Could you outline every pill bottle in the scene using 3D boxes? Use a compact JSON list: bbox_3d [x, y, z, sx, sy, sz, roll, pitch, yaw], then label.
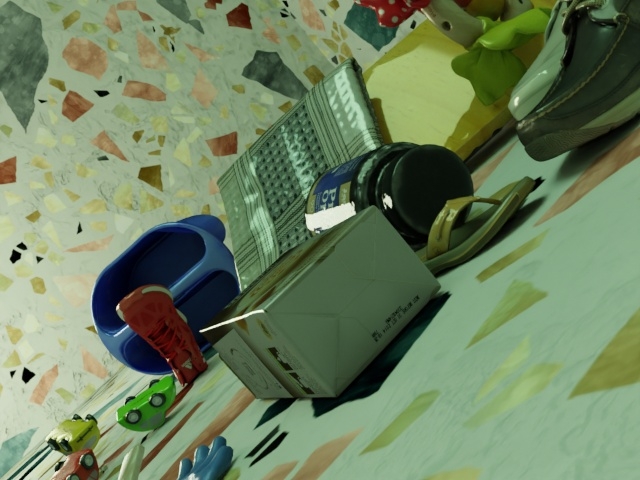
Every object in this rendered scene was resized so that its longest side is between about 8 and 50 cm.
[{"bbox_3d":[0.073,-0.041,0.990,0.123,0.123,0.219,-43,10,-19],"label":"pill bottle"}]

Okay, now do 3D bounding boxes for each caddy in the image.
[{"bbox_3d":[-0.280,0.103,1.707,0.341,0.241,0.179,-39,1,23],"label":"caddy"}]

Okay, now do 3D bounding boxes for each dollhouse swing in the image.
[{"bbox_3d":[0.238,-0.186,1.393,0.347,0.305,0.315,-40,47,-2],"label":"dollhouse swing"}]

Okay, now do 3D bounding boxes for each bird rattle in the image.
[{"bbox_3d":[0.181,-0.306,1.186,0.207,0.253,0.143,-49,-12,-44],"label":"bird rattle"}]

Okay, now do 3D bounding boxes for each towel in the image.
[{"bbox_3d":[-0.028,-0.059,1.261,0.312,0.056,0.324,-38,48,27],"label":"towel"}]

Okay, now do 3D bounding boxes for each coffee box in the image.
[{"bbox_3d":[-0.012,0.069,0.854,0.141,0.098,0.246,-43,6,-22],"label":"coffee box"}]

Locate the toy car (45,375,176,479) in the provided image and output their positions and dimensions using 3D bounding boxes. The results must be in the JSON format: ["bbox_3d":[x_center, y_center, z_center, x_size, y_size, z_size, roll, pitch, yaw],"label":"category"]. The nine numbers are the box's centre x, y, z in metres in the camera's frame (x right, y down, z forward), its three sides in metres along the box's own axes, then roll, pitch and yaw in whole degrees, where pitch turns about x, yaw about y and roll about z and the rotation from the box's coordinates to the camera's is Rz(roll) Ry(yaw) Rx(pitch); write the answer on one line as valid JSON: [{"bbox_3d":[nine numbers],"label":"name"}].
[{"bbox_3d":[-0.296,0.280,1.297,0.225,0.053,0.239,-34,18,-5],"label":"toy car"}]

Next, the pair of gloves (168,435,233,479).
[{"bbox_3d":[-0.161,0.255,0.807,0.198,0.023,0.159,-38,6,23],"label":"pair of gloves"}]

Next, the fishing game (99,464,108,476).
[{"bbox_3d":[-0.423,0.400,1.353,0.264,0.041,0.189,-31,10,46],"label":"fishing game"}]

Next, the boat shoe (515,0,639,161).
[{"bbox_3d":[0.284,-0.208,0.863,0.355,0.130,0.132,-44,6,-29],"label":"boat shoe"}]

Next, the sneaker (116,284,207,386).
[{"bbox_3d":[-0.236,0.156,1.438,0.087,0.128,0.221,-39,-25,0],"label":"sneaker"}]

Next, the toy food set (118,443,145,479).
[{"bbox_3d":[-0.182,0.267,0.680,0.218,0.071,0.128,-40,29,25],"label":"toy food set"}]

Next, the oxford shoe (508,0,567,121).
[{"bbox_3d":[0.338,-0.284,1.068,0.449,0.130,0.169,-44,3,-31],"label":"oxford shoe"}]

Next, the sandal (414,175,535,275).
[{"bbox_3d":[0.120,-0.009,0.831,0.180,0.049,0.072,-36,7,42],"label":"sandal"}]
